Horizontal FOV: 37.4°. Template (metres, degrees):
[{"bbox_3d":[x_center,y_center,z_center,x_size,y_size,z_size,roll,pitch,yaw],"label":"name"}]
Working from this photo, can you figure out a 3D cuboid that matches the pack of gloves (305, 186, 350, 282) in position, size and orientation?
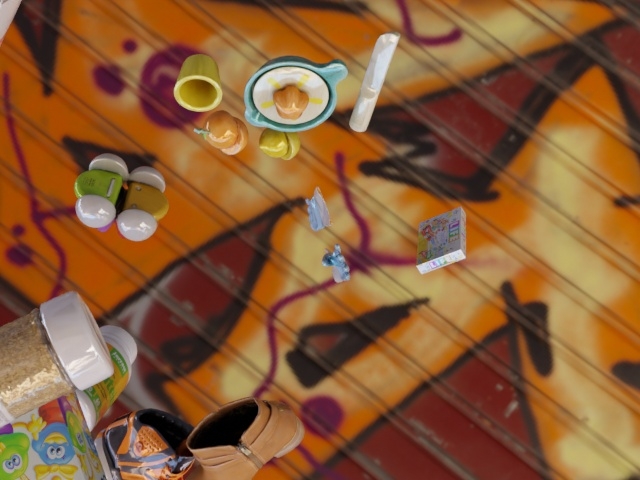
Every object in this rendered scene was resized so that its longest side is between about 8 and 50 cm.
[{"bbox_3d":[0.000,0.000,1.953,0.232,0.046,0.195,145,103,-82],"label":"pack of gloves"}]

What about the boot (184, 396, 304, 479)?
[{"bbox_3d":[-0.159,0.355,1.492,0.109,0.283,0.220,56,-177,25],"label":"boot"}]

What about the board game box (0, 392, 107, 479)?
[{"bbox_3d":[-0.432,0.378,1.512,0.144,0.142,0.275,89,159,-79],"label":"board game box"}]

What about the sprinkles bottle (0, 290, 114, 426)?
[{"bbox_3d":[-0.440,0.188,1.164,0.121,0.355,0.121,61,170,20],"label":"sprinkles bottle"}]

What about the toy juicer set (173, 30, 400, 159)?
[{"bbox_3d":[-0.037,-0.190,1.398,0.209,0.329,0.089,78,-172,-50],"label":"toy juicer set"}]

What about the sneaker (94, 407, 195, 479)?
[{"bbox_3d":[-0.272,0.448,1.681,0.321,0.180,0.124,59,-153,5],"label":"sneaker"}]

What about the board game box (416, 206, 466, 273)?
[{"bbox_3d":[0.259,-0.001,2.015,0.026,0.103,0.154,55,-154,-28],"label":"board game box"}]

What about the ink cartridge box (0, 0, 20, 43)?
[{"bbox_3d":[-0.426,-0.335,1.050,0.207,0.283,0.117,32,-145,-13],"label":"ink cartridge box"}]

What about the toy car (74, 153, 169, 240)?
[{"bbox_3d":[-0.392,-0.067,1.831,0.182,0.159,0.136,19,140,-15],"label":"toy car"}]

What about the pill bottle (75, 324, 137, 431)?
[{"bbox_3d":[-0.456,0.270,1.854,0.136,0.136,0.246,38,-151,-4],"label":"pill bottle"}]
